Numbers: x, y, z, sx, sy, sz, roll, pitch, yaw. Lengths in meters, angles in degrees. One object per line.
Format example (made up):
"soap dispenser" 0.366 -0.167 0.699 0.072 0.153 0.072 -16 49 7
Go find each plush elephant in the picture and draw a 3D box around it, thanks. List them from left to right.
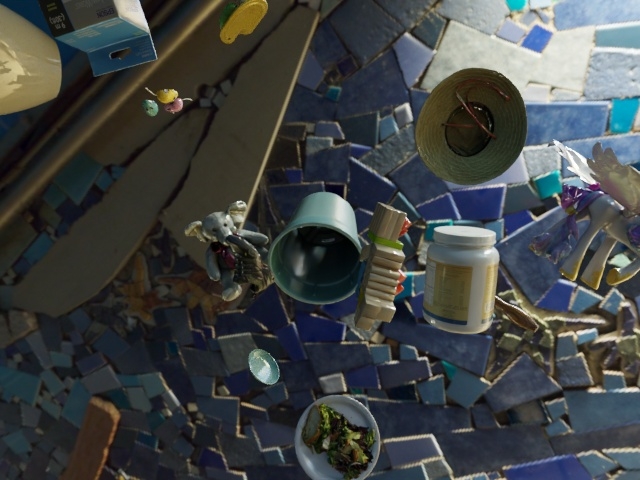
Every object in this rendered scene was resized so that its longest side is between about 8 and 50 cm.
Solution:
"plush elephant" -0.350 0.002 1.585 0.271 0.330 0.255 -35 -39 -11

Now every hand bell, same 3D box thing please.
"hand bell" 0.457 0.156 1.101 0.126 0.242 0.126 -27 -43 -29

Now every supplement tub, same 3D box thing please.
"supplement tub" 0.293 0.077 0.881 0.144 0.200 0.144 1 11 0

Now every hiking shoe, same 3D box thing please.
"hiking shoe" -0.246 0.085 1.364 0.114 0.227 0.086 -45 23 -22

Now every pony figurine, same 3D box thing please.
"pony figurine" 0.705 -0.076 1.038 0.364 0.350 0.303 -58 5 22

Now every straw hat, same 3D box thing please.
"straw hat" 0.195 -0.144 0.553 0.144 0.145 0.061 -34 -1 14

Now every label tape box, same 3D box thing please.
"label tape box" -0.637 -0.654 1.158 0.249 0.348 0.115 -4 24 20

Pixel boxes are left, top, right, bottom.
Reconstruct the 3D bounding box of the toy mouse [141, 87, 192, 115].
"toy mouse" -0.459 -0.390 1.226 0.143 0.031 0.161 -24 -4 43

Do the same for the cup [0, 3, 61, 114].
"cup" -0.876 -0.497 1.165 0.236 0.331 0.331 -9 -17 -47

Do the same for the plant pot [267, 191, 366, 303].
"plant pot" 0.000 0.000 1.573 0.341 0.341 0.334 -34 24 23

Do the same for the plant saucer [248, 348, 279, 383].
"plant saucer" -0.180 0.393 1.297 0.021 0.119 0.119 -44 1 22

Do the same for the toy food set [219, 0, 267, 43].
"toy food set" -0.227 -0.673 1.216 0.217 0.071 0.128 -31 1 40

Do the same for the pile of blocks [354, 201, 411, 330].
"pile of blocks" 0.179 0.073 1.169 0.149 0.112 0.363 149 136 -75

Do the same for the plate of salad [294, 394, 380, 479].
"plate of salad" 0.038 0.464 0.970 0.199 0.200 0.048 -36 -15 -8
